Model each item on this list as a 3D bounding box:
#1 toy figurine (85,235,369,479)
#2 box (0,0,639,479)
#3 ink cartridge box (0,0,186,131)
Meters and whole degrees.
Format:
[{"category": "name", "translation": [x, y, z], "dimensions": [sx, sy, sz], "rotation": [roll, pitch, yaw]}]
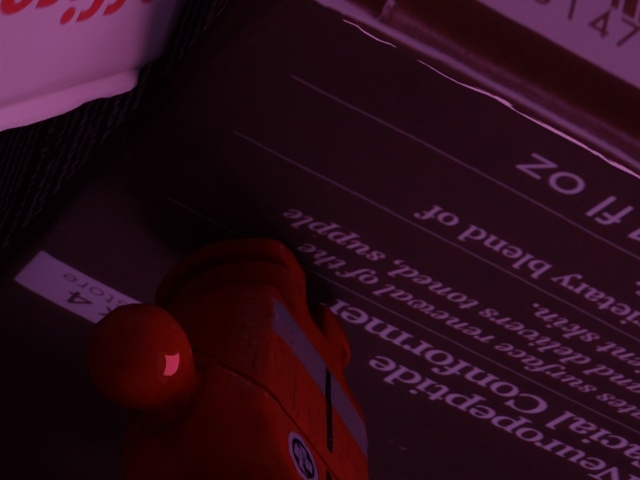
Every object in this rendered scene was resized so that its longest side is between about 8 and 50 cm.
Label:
[{"category": "toy figurine", "translation": [-0.097, 0.099, 0.429], "dimensions": [0.148, 0.209, 0.213], "rotation": [-90, -163, -56]}, {"category": "box", "translation": [0.000, 0.000, 0.581], "dimensions": [0.381, 0.191, 0.143], "rotation": [-37, -149, 56]}, {"category": "ink cartridge box", "translation": [-0.058, -0.160, 0.302], "dimensions": [0.283, 0.117, 0.207], "rotation": [-63, 168, 21]}]
